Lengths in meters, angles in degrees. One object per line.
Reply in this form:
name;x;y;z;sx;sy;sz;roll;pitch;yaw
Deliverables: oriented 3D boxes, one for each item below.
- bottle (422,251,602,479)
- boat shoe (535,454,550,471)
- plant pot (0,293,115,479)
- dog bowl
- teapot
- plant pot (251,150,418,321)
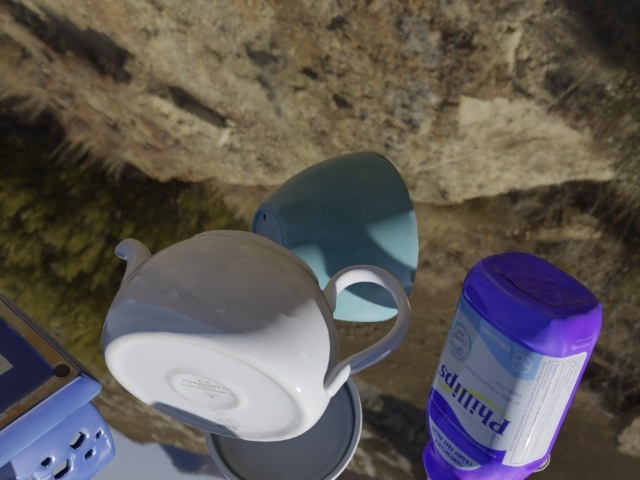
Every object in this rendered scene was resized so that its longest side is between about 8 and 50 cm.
bottle;0.154;0.153;0.726;0.118;0.092;0.282;43;130;43
boat shoe;0.345;0.410;1.588;0.206;0.075;0.065;8;170;-7
plant pot;-0.419;0.220;1.013;0.236;0.236;0.212;37;139;19
dog bowl;-0.064;0.304;1.381;0.265;0.264;0.104;34;166;10
teapot;-0.082;0.076;0.831;0.256;0.187;0.252;34;143;-19
plant pot;0.000;0.000;1.335;0.196;0.290;0.290;-5;-173;-27
